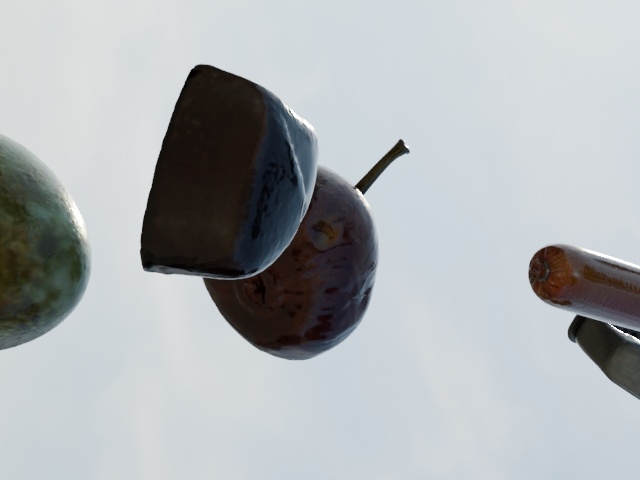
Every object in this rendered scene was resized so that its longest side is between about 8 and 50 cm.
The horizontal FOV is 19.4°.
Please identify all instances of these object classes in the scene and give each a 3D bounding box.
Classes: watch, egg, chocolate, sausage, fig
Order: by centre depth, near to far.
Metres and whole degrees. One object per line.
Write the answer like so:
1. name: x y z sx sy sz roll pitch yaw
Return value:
1. chocolate: -0.043 -0.045 1.124 0.148 0.080 0.125 -53 156 -56
2. sausage: 0.273 0.051 1.563 0.053 0.348 0.053 -11 -108 39
3. egg: -0.364 0.004 1.930 0.289 0.238 0.238 26 -75 26
4. fig: -0.017 0.002 1.957 0.249 0.186 0.203 -50 135 -62
5. watch: 0.404 0.146 2.312 0.068 0.206 0.193 -59 -175 15
